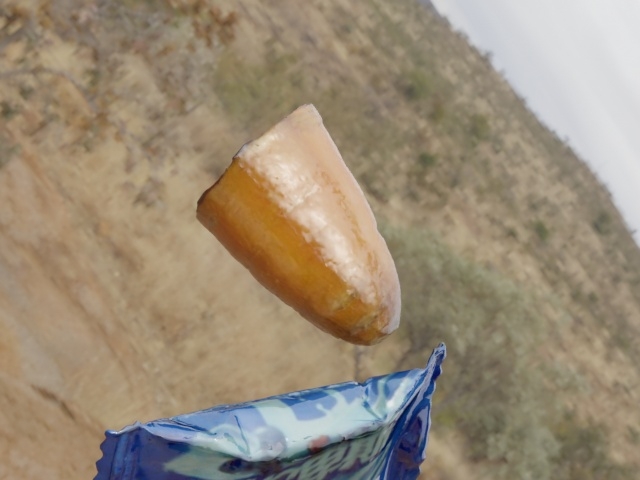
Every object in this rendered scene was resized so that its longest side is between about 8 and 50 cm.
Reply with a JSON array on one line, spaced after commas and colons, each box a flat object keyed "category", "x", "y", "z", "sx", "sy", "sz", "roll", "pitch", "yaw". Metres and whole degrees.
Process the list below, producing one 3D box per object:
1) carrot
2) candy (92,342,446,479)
[{"category": "carrot", "x": 0.000, "y": 0.000, "z": 1.111, "sx": 0.225, "sy": 0.159, "sz": 0.159, "roll": 50, "pitch": 9, "yaw": 9}, {"category": "candy", "x": -0.042, "y": 0.189, "z": 0.980, "sx": 0.331, "sy": 0.187, "sz": 0.077, "roll": -6, "pitch": 36, "yaw": -27}]
